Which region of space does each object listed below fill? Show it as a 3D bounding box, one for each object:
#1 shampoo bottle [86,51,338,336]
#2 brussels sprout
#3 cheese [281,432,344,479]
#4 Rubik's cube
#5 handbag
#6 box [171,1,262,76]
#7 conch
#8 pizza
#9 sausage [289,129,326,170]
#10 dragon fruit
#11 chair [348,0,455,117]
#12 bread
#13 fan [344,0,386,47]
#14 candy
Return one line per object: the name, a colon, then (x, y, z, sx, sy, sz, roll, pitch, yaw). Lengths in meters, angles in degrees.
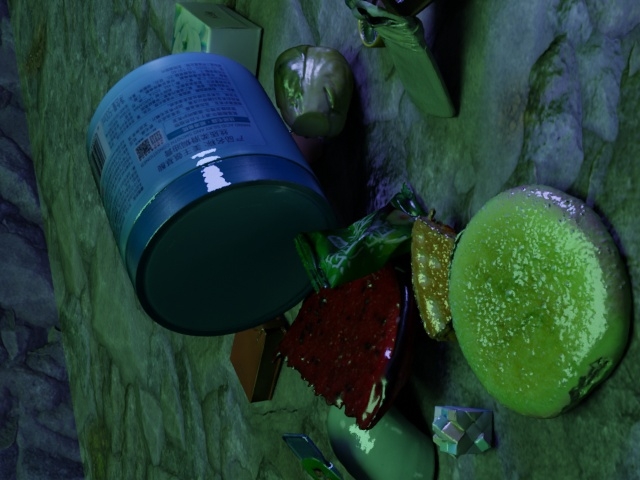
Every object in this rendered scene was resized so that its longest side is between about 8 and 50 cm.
shampoo bottle: (-0.184, -0.080, 1.998, 0.343, 0.331, 0.331, 61, 144, 40)
brussels sprout: (-0.015, -0.246, 2.026, 0.183, 0.131, 0.146, -121, 45, -69)
cheese: (0.052, 0.417, 1.896, 0.320, 0.083, 0.204, 51, 157, -11)
Rubik's cube: (0.192, 0.268, 1.724, 0.075, 0.084, 0.073, 173, 99, -80)
handbag: (-0.120, 0.200, 2.378, 0.127, 0.062, 0.190, -119, 34, -43)
box: (-0.218, -0.313, 2.458, 0.203, 0.116, 0.274, 43, 130, 54)
conch: (0.088, 0.320, 1.925, 0.221, 0.121, 0.185, 39, 157, 51)
pizza: (0.202, 0.042, 1.708, 0.199, 0.062, 0.188, -12, 83, 56)
sausage: (-0.093, -0.066, 2.275, 0.371, 0.082, 0.082, 124, 136, -51)
dragon fruit: (0.076, 0.128, 1.913, 0.343, 0.100, 0.282, 36, 104, 59)
chair: (0.131, -0.348, 1.737, 0.186, 0.319, 0.160, -46, 34, -6)
bread: (0.259, 0.071, 1.553, 0.301, 0.045, 0.302, 3, 94, 52)
fan: (0.079, -0.357, 1.936, 0.155, 0.039, 0.082, -124, 39, -49)
candy: (0.068, 0.004, 1.842, 0.141, 0.203, 0.078, -123, 11, -65)
